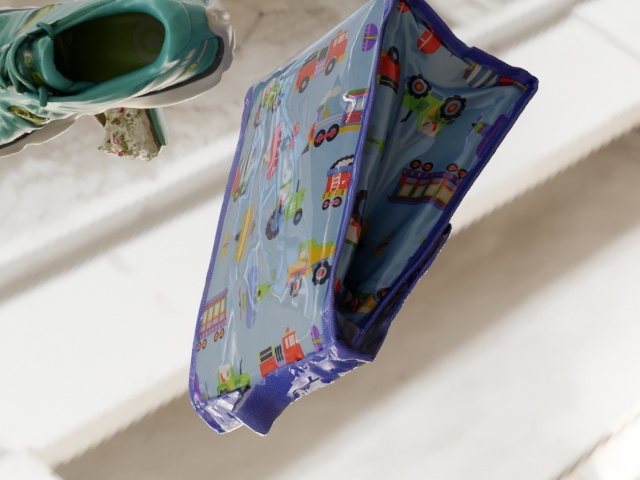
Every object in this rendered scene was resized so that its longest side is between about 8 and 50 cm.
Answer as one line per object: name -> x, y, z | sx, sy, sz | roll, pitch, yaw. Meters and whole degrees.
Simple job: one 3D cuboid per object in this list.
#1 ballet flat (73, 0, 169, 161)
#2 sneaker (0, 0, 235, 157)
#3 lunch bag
ballet flat -> -0.212, -0.191, 1.738 | 0.091, 0.077, 0.241 | -64, -37, -74
sneaker -> -0.198, -0.125, 1.228 | 0.275, 0.107, 0.110 | -16, 1, 15
lunch bag -> 0.000, 0.000, 1.228 | 0.221, 0.138, 0.293 | -28, 33, 56
